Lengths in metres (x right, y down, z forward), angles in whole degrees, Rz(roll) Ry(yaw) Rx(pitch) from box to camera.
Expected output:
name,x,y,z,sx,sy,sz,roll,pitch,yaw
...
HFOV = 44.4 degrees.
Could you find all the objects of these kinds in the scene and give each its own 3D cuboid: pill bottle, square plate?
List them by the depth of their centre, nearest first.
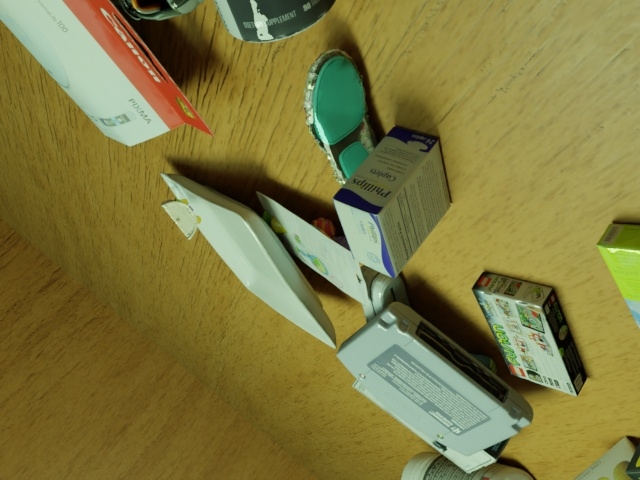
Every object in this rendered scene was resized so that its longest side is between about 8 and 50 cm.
name,x,y,z,sx,sy,sz,roll,pitch,yaw
pill bottle,-0.075,-0.326,0.752,0.130,0.130,0.246,22,151,35
square plate,-0.129,0.023,1.477,0.344,0.049,0.347,28,156,52
pill bottle,0.310,0.539,1.663,0.161,0.161,0.283,49,155,-20

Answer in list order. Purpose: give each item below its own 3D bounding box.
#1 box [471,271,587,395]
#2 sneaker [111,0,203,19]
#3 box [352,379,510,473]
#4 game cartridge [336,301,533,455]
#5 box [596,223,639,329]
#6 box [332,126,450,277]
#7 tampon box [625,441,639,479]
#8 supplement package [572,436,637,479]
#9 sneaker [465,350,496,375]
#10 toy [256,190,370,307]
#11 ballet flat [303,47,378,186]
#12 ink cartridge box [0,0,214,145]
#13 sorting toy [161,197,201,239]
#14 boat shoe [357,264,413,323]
name,x,y,z,sx,sy,sz,roll,pitch,yaw
box,0.302,0.136,1.126,0.114,0.036,0.207,14,146,44
sneaker,-0.227,-0.331,0.993,0.271,0.108,0.100,14,147,47
box,0.213,0.314,1.503,0.290,0.087,0.169,36,156,9
game cartridge,0.178,0.236,1.295,0.294,0.060,0.196,39,135,-5
box,0.388,0.059,0.861,0.109,0.042,0.178,7,140,52
box,0.093,-0.048,0.983,0.072,0.137,0.126,24,152,33
tampon box,0.506,0.299,1.013,0.161,0.120,0.101,40,155,-1
supplement package,0.464,0.422,1.124,0.134,0.139,0.244,42,-165,-6
sneaker,0.264,0.252,1.355,0.078,0.067,0.188,24,146,35
toy,0.000,0.000,1.300,0.237,0.056,0.137,30,154,34
ballet flat,0.022,-0.144,0.996,0.077,0.091,0.241,48,164,45
ink cartridge box,-0.345,-0.271,1.184,0.308,0.091,0.385,53,166,-31
sorting toy,-0.265,-0.053,1.489,0.083,0.045,0.075,55,172,-22
boat shoe,0.117,0.127,1.348,0.075,0.083,0.226,32,145,42
